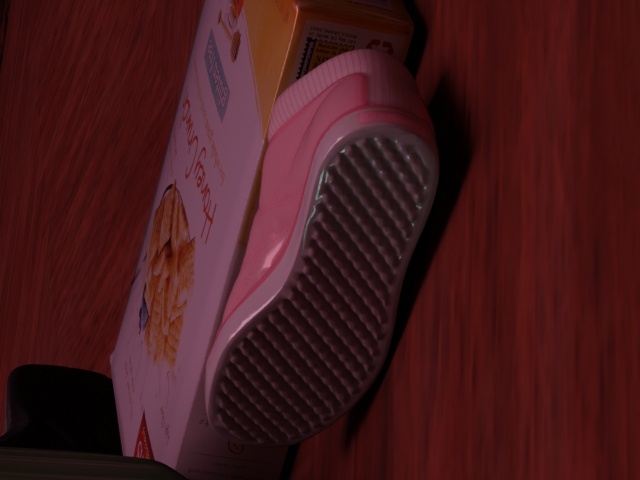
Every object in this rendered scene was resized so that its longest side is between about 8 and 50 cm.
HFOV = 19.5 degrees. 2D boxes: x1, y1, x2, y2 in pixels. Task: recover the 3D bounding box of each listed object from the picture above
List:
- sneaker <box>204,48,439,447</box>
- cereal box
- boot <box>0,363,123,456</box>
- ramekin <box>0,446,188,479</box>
[{"bbox_3d":[0.000,0.000,0.587,0.070,0.051,0.134,-96,25,-53],"label":"sneaker"},{"bbox_3d":[-0.031,-0.008,0.714,0.173,0.047,0.240,-109,32,-61],"label":"cereal box"},{"bbox_3d":[-0.152,0.186,0.990,0.236,0.085,0.178,-101,22,-70],"label":"boot"},{"bbox_3d":[-0.116,0.206,0.599,0.303,0.148,0.303,-178,90,-69],"label":"ramekin"}]
